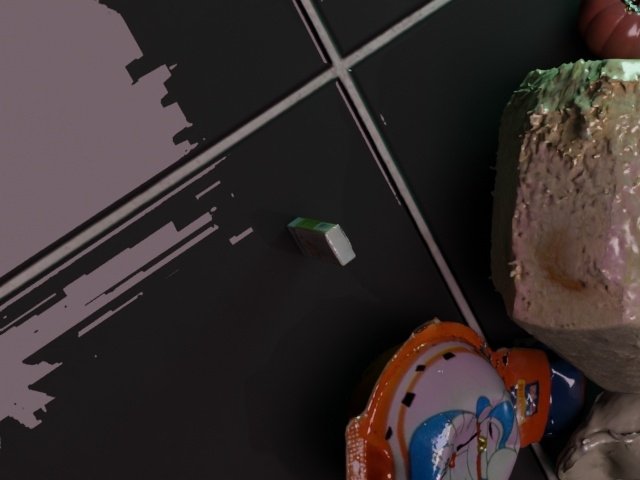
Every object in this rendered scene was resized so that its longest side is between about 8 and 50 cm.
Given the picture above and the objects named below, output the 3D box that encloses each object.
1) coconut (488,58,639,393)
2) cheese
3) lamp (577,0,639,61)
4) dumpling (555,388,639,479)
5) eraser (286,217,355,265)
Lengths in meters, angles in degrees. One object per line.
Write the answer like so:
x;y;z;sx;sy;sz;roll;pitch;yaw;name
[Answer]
0.298;-0.010;1.651;0.297;0.297;0.310;2;90;-26;coconut
0.140;0.171;1.686;0.329;0.129;0.217;-12;108;-43;cheese
0.308;-0.217;1.737;0.107;0.092;0.107;10;51;-13;lamp
0.350;0.196;1.797;0.247;0.142;0.172;-19;136;-9;dumpling
0.000;0.000;1.619;0.019;0.083;0.038;-39;110;-19;eraser
